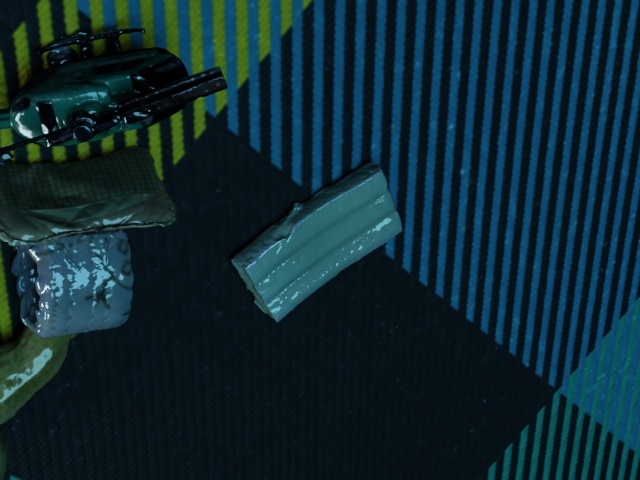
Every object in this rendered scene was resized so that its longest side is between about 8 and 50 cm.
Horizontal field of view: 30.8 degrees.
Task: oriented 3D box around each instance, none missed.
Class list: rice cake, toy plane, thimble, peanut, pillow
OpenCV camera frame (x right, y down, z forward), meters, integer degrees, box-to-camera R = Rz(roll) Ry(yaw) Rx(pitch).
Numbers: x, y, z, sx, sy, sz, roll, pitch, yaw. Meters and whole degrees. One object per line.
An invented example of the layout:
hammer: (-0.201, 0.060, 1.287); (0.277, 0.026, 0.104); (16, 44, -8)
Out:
rice cake: (0.000, 0.000, 1.569); (0.237, 0.043, 0.127); (-34, 128, -9)
toy plane: (-0.292, -0.144, 1.266); (0.381, 0.155, 0.106); (-10, 123, -4)
thimble: (-0.295, 0.038, 1.375); (0.117, 0.127, 0.151); (-8, 113, -27)
peanut: (-0.371, 0.153, 1.429); (0.174, 0.080, 0.080); (-47, 129, -10)
pillow: (-0.278, -0.052, 1.334); (0.211, 0.135, 0.034); (-9, 143, -25)

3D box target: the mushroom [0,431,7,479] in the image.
mushroom: (-0.533, 0.270, 1.377); (0.328, 0.122, 0.159); (-1, 135, -30)
